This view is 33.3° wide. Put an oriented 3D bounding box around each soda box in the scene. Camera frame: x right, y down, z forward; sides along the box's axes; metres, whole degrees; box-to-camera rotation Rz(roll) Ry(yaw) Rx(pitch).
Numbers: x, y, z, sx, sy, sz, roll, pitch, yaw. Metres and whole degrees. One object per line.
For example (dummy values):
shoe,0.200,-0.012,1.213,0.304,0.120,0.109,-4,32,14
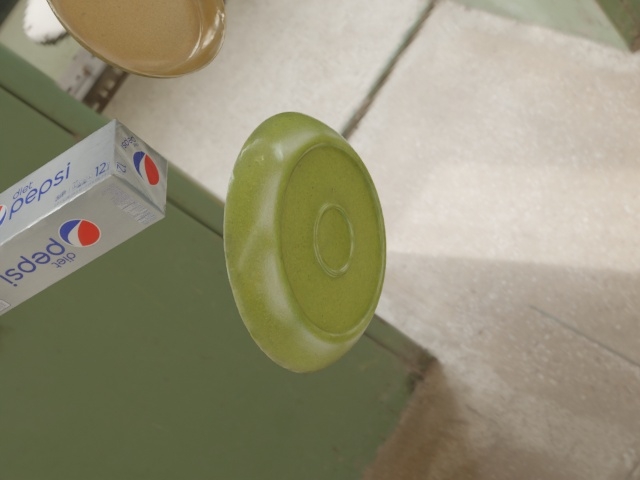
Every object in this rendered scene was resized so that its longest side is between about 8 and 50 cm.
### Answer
soda box,-0.314,-0.021,1.257,0.286,0.091,0.098,-29,43,23

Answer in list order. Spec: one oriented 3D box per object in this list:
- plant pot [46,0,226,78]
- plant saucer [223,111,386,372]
plant pot,-0.216,-0.280,1.219,0.032,0.236,0.236,-35,44,44
plant saucer,0.000,0.000,0.978,0.037,0.241,0.241,-5,62,34
